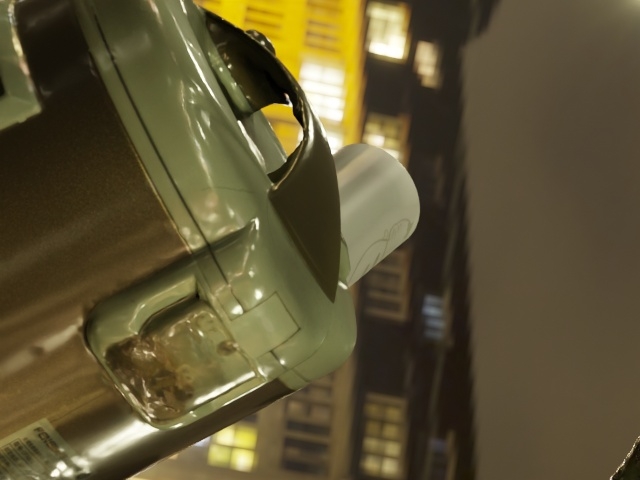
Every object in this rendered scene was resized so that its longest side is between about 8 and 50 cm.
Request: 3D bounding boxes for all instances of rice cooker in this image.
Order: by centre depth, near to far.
[{"bbox_3d":[-0.146,-0.007,1.215,0.335,0.325,0.335,62,4,-8],"label":"rice cooker"}]

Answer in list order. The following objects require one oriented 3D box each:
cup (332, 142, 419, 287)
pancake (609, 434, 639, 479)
[{"bbox_3d":[0.009,0.002,1.581,0.133,0.099,0.136,-40,145,-47],"label":"cup"},{"bbox_3d":[0.317,0.226,1.815,0.376,0.054,0.197,-60,176,16],"label":"pancake"}]
